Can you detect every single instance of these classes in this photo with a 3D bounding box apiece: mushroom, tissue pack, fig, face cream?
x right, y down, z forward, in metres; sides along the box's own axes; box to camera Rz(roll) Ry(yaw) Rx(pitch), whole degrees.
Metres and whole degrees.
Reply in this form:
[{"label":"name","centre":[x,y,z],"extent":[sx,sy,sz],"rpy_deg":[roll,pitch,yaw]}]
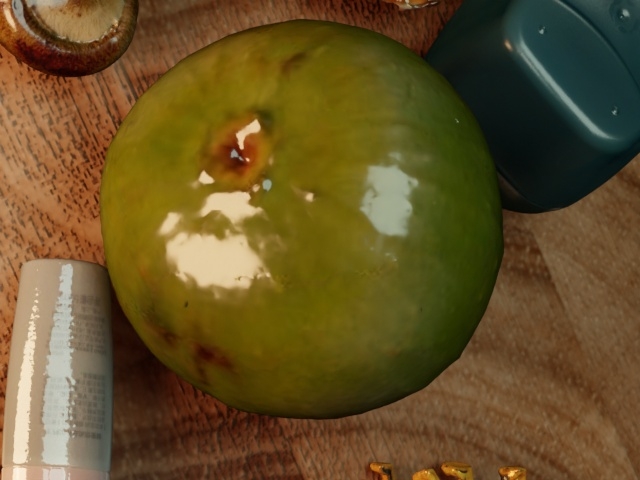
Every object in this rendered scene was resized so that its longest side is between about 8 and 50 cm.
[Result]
[{"label":"mushroom","centre":[-0.195,-0.179,1.404],"extent":[0.127,0.087,0.127],"rpy_deg":[12,69,-32]},{"label":"tissue pack","centre":[0.214,-0.160,1.633],"extent":[0.198,0.206,0.287],"rpy_deg":[46,55,-7]},{"label":"fig","centre":[0.000,0.000,1.400],"extent":[0.316,0.316,0.316],"rpy_deg":[9,74,-34]},{"label":"face cream","centre":[-0.189,0.115,1.360],"extent":[0.084,0.057,0.198],"rpy_deg":[10,75,-33]}]

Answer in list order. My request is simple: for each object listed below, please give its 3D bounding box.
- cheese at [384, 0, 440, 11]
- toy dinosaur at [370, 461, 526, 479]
[{"label":"cheese","centre":[0.017,-0.295,1.559],"extent":[0.329,0.129,0.217],"rpy_deg":[-4,80,-36]},{"label":"toy dinosaur","centre":[0.125,0.243,1.552],"extent":[0.288,0.070,0.117],"rpy_deg":[7,86,-31]}]
